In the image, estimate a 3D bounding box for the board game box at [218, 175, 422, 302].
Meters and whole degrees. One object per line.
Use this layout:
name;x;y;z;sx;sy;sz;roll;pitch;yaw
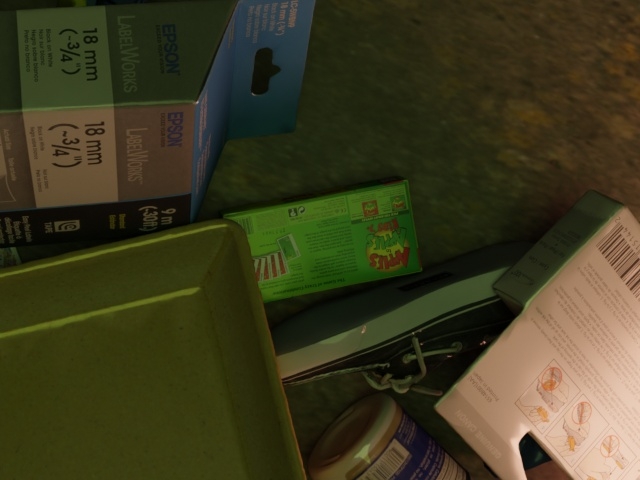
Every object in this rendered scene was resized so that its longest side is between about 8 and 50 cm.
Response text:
board game box;0.000;0.000;1.441;0.181;0.043;0.092;-11;101;-8

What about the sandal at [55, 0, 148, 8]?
sandal;-0.152;-0.280;1.336;0.138;0.126;0.317;16;97;-16

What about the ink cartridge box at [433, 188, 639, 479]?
ink cartridge box;0.263;0.142;1.450;0.261;0.066;0.296;-45;119;-6

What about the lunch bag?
lunch bag;0.202;0.187;1.492;0.098;0.067;0.065;-20;102;-10

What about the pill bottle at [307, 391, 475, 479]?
pill bottle;0.088;0.248;1.459;0.112;0.112;0.186;-45;103;-1

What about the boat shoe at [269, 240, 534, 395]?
boat shoe;0.081;0.095;1.437;0.306;0.113;0.105;-20;106;-22

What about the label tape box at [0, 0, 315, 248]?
label tape box;-0.170;-0.098;1.291;0.334;0.240;0.105;-5;65;-9

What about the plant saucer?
plant saucer;-0.194;0.176;1.347;0.333;0.081;0.332;-13;77;-5

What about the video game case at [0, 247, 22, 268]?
video game case;-0.335;0.053;1.406;0.122;0.011;0.087;-20;101;-7
